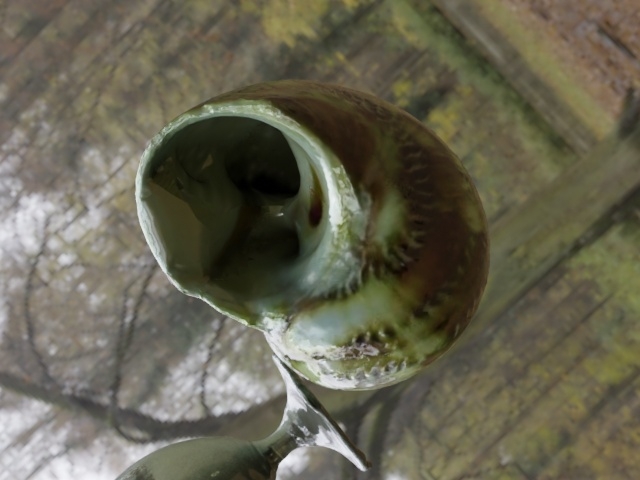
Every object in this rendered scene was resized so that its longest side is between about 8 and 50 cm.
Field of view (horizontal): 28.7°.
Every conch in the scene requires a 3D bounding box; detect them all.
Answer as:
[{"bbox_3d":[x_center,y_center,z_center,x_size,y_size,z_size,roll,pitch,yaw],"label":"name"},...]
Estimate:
[{"bbox_3d":[0.000,0.000,0.700,0.124,0.187,0.181,-71,-22,-77],"label":"conch"}]

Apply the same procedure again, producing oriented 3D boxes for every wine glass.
[{"bbox_3d":[-0.081,0.170,0.780,0.103,0.222,0.103,50,172,9],"label":"wine glass"}]
